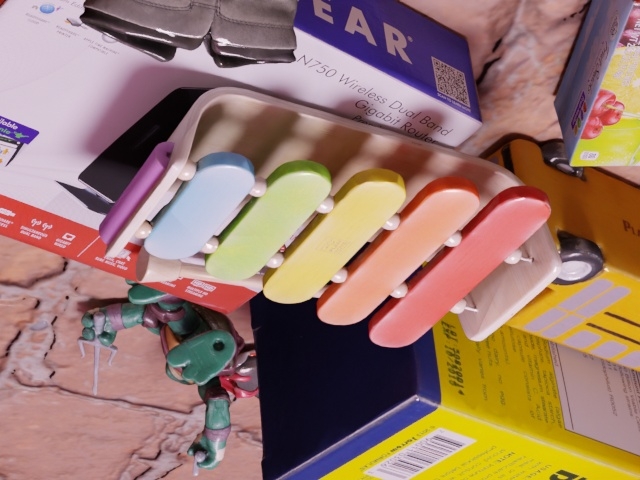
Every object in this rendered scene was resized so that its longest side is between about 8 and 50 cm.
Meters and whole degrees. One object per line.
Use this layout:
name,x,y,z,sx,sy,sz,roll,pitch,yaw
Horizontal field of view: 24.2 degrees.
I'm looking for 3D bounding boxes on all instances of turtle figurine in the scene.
turtle figurine,-0.126,0.101,1.308,0.175,0.118,0.234,40,158,9

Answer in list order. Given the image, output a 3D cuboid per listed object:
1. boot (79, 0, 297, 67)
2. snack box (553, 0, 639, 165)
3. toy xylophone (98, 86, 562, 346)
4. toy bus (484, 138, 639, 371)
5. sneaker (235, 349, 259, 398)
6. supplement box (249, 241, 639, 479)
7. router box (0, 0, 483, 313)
boot,-0.105,-0.190,0.821,0.246,0.161,0.083,16,180,-23
snack box,0.291,-0.130,1.064,0.207,0.070,0.174,-2,145,-9
toy xylophone,0.000,0.000,1.053,0.322,0.081,0.236,9,144,-19
toy bus,0.255,0.029,1.259,0.332,0.108,0.130,19,140,-33
sneaker,-0.023,0.150,1.431,0.158,0.065,0.061,18,139,-31
supplement box,0.136,0.141,1.326,0.356,0.194,0.195,23,136,-35
router box,-0.111,-0.093,1.048,0.335,0.082,0.301,22,137,-34
